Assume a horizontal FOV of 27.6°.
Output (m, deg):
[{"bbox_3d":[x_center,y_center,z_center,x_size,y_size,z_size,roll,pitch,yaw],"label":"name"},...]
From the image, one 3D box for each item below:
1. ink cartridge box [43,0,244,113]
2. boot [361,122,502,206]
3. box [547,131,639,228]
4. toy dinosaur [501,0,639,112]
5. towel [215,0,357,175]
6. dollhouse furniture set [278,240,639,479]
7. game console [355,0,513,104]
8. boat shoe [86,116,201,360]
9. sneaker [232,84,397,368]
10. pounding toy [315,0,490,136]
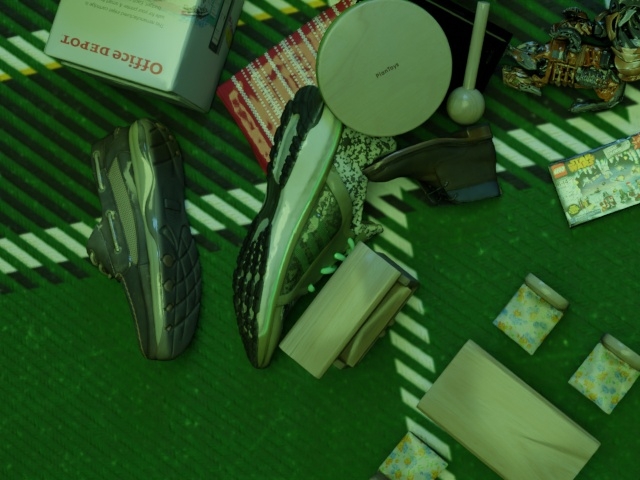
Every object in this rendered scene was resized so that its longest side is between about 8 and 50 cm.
[{"bbox_3d":[-0.233,-0.346,1.853,0.198,0.197,0.270,18,90,11],"label":"ink cartridge box"},{"bbox_3d":[0.161,-0.087,1.780,0.219,0.082,0.106,-19,92,-29],"label":"boot"},{"bbox_3d":[0.394,-0.083,1.800,0.137,0.027,0.094,-20,82,10],"label":"box"},{"bbox_3d":[0.405,-0.291,1.774,0.321,0.164,0.218,-11,99,-8],"label":"toy dinosaur"},{"bbox_3d":[0.005,-0.213,1.884,0.275,0.031,0.199,-34,81,7],"label":"towel"},{"bbox_3d":[0.173,0.190,1.712,0.394,0.256,0.362,39,95,11],"label":"dollhouse furniture set"},{"bbox_3d":[0.186,-0.360,1.737,0.213,0.044,0.361,29,121,4],"label":"game console"},{"bbox_3d":[-0.261,0.004,1.888,0.130,0.132,0.355,-12,76,20],"label":"boat shoe"},{"bbox_3d":[0.000,0.000,1.819,0.182,0.158,0.410,13,105,-18],"label":"sneaker"},{"bbox_3d":[0.101,-0.240,1.757,0.236,0.110,0.183,-3,105,-11],"label":"pounding toy"}]
